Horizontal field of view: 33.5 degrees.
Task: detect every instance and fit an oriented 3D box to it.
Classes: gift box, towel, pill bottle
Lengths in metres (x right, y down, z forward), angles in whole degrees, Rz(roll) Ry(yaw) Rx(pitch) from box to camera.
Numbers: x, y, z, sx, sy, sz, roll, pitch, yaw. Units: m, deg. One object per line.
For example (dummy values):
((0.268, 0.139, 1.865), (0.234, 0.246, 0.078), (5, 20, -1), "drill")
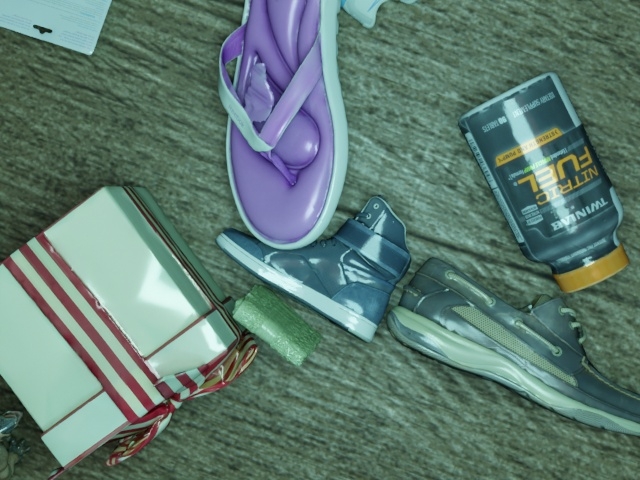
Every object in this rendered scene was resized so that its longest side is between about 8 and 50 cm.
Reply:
((-0.244, 0.109, 1.216), (0.255, 0.276, 0.258), (-37, 92, 9), "gift box")
((-0.051, 0.100, 1.262), (0.110, 0.148, 0.027), (40, 99, 0), "towel")
((0.271, -0.063, 1.250), (0.130, 0.130, 0.245), (-27, 91, 4), "pill bottle")

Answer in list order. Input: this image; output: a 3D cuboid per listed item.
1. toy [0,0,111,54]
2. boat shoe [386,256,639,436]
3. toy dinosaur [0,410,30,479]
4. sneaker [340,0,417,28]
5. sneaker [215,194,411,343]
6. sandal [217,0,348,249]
((-0.298, -0.352, 1.302), (0.137, 0.056, 0.237), (18, 88, 5), "toy")
((0.257, 0.125, 1.258), (0.355, 0.132, 0.130), (24, 86, -5), "boat shoe")
((-0.441, 0.291, 1.254), (0.127, 0.200, 0.295), (22, 104, -1), "toy dinosaur")
((0.104, -0.333, 1.283), (0.191, 0.071, 0.083), (-42, 96, 12), "sneaker")
((0.001, 0.001, 1.291), (0.226, 0.086, 0.163), (29, 86, 8), "sneaker")
((-0.060, -0.197, 1.241), (0.169, 0.102, 0.416), (-5, 80, 35), "sandal")
